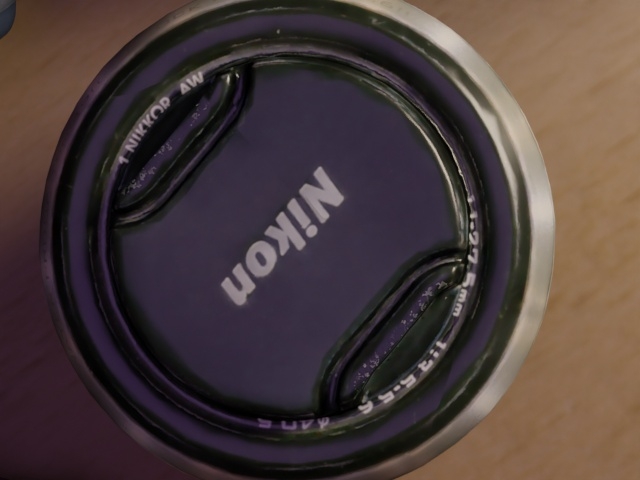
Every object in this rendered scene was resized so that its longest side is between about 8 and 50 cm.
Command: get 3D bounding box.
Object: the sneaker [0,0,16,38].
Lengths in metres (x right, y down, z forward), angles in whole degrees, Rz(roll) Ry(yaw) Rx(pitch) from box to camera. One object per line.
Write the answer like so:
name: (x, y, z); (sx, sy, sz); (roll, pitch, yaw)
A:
sneaker: (-0.274, -0.026, 0.899); (0.319, 0.112, 0.131); (-37, 102, 10)

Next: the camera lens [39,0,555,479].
camera lens: (0.000, 0.000, 0.772); (0.219, 0.274, 0.219); (0, 90, 7)

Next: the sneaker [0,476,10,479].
sneaker: (-0.195, 0.169, 0.884); (0.299, 0.121, 0.112); (33, 70, 3)
